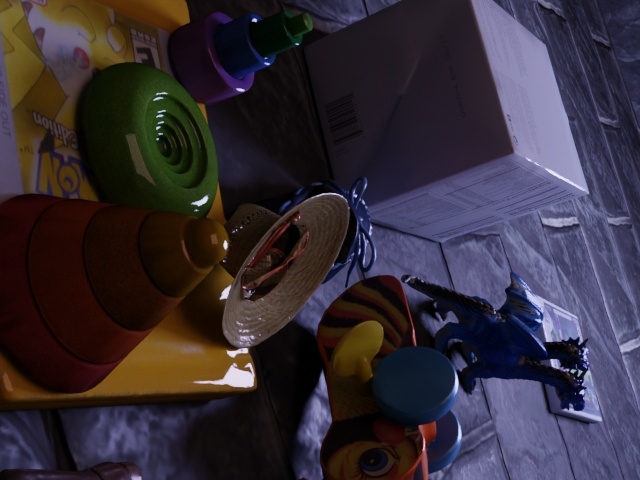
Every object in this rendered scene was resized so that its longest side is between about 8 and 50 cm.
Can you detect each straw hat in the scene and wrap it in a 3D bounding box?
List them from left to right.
[{"bbox_3d":[-0.045,0.006,0.774,0.061,0.144,0.144,35,17,21],"label":"straw hat"}]

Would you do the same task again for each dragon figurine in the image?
[{"bbox_3d":[0.208,0.097,1.208,0.289,0.144,0.085,52,31,-32],"label":"dragon figurine"}]

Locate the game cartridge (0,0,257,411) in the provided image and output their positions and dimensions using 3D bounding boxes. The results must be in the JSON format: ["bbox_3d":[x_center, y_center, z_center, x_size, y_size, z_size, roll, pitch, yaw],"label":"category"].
[{"bbox_3d":[-0.158,-0.050,0.714,0.285,0.052,0.324,11,63,-60],"label":"game cartridge"}]

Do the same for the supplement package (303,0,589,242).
[{"bbox_3d":[0.146,-0.130,1.182,0.262,0.198,0.199,13,60,-59],"label":"supplement package"}]

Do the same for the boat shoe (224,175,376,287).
[{"bbox_3d":[0.000,0.000,0.938,0.258,0.089,0.109,-30,100,-63],"label":"boat shoe"}]

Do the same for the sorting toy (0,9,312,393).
[{"bbox_3d":[-0.077,-0.061,0.688,0.127,0.126,0.366,57,31,-27],"label":"sorting toy"}]

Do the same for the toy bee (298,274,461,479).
[{"bbox_3d":[0.042,0.153,0.870,0.298,0.162,0.195,-125,-160,-65],"label":"toy bee"}]

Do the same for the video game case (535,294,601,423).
[{"bbox_3d":[0.369,0.182,1.595,0.190,0.022,0.173,24,52,-56],"label":"video game case"}]

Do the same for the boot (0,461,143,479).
[{"bbox_3d":[-0.137,0.180,0.615,0.114,0.037,0.106,15,46,-63],"label":"boot"}]
